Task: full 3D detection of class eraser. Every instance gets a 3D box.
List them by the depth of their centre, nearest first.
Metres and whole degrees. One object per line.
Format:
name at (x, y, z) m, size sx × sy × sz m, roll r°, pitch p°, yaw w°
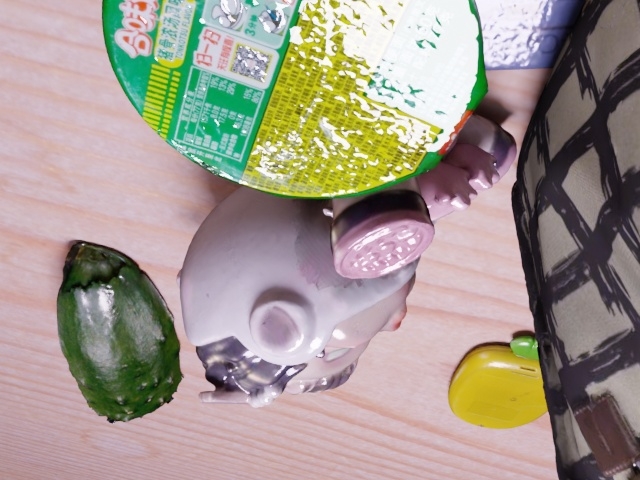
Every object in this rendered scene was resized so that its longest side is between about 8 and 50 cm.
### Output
eraser at (0.210, -0.177, 0.540) m, size 0.224 × 0.036 × 0.082 m, roll 1°, pitch 137°, yaw 12°

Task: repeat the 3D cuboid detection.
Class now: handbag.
handbag at (0.242, 0.008, 0.476) m, size 0.162 × 0.327 × 0.325 m, roll 1°, pitch 153°, yaw 2°

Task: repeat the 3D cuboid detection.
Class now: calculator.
calculator at (0.257, 0.199, 0.956) m, size 0.146 × 0.032 × 0.235 m, roll 12°, pitch 141°, yaw -1°

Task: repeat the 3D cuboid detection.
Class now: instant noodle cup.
instant noodle cup at (0.002, -0.175, 0.443) m, size 0.207 × 0.233 × 0.207 m, roll 6°, pitch 139°, yaw 5°

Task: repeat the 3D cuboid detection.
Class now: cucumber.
cucumber at (-0.283, 0.145, 0.977) m, size 0.145 × 0.105 × 0.325 m, roll 9°, pitch 136°, yaw 5°

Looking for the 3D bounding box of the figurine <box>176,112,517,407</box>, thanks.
figurine at (0.007, -0.002, 0.665) m, size 0.211 × 0.253 × 0.361 m, roll 52°, pitch 132°, yaw 20°
